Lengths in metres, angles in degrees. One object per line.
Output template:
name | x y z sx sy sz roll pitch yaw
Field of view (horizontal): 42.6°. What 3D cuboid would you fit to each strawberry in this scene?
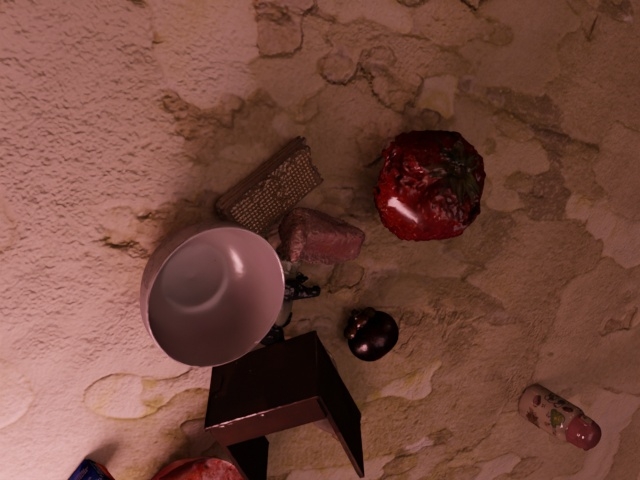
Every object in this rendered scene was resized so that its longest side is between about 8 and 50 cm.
strawberry | 0.230 -0.117 1.847 0.274 0.220 0.274 12 65 -28

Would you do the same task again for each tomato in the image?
tomato | -0.305 0.585 1.734 0.309 0.170 0.308 0 90 -37

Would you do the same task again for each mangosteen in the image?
mangosteen | 0.116 0.217 1.956 0.140 0.140 0.140 -16 118 -33

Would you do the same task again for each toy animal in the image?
toy animal | -0.084 0.123 1.773 0.121 0.094 0.225 23 95 -33

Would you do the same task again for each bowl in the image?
bowl | -0.225 0.089 1.592 0.287 0.144 0.286 -12 113 -29

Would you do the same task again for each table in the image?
table | -0.069 0.384 1.741 0.251 0.196 0.282 -19 123 10

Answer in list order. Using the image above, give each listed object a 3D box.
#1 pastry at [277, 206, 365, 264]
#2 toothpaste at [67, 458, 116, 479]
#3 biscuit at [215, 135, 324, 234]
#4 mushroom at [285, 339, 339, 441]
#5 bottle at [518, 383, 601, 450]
pastry | -0.010 -0.008 1.740 0.102 0.112 0.265 -57 153 15
toothpaste | -0.529 0.588 1.618 0.320 0.076 0.066 -53 135 -7
biscuit | -0.099 -0.102 1.677 0.239 0.062 0.108 -42 129 -18
mushroom | 0.003 0.357 1.939 0.109 0.097 0.351 -35 131 -19
bottle | 0.733 0.542 2.491 0.120 0.253 0.120 -16 117 -34
